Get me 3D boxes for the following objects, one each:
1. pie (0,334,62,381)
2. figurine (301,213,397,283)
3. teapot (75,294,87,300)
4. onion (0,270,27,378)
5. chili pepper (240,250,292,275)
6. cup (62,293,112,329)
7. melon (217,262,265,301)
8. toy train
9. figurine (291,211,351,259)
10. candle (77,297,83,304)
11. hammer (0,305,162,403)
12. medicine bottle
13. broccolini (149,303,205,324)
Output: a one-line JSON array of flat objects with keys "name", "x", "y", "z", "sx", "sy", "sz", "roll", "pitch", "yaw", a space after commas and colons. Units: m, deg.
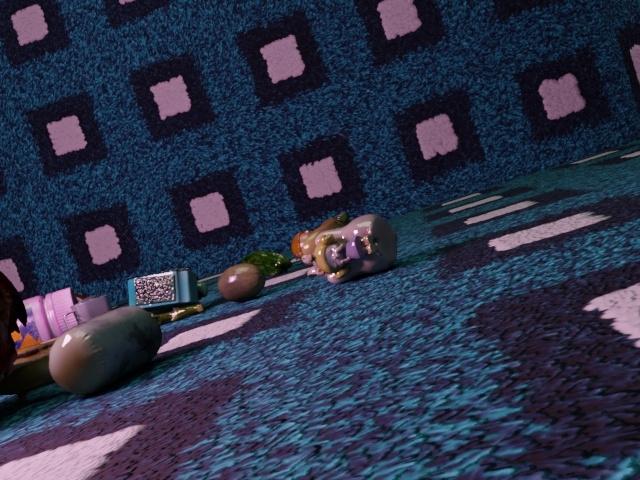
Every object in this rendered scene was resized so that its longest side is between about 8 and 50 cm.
[{"name": "pie", "x": -0.636, "y": 0.269, "z": 1.446, "sx": 0.339, "sy": 0.077, "sz": 0.339, "roll": -19, "pitch": -1, "yaw": 0}, {"name": "figurine", "x": 0.037, "y": 0.035, "z": 1.372, "sx": 0.235, "sy": 0.127, "sz": 0.155, "roll": -22, "pitch": 10, "yaw": 29}, {"name": "teapot", "x": -0.836, "y": 0.280, "z": 2.198, "sx": 0.178, "sy": 0.135, "sz": 0.252, "roll": -46, "pitch": -23, "yaw": 10}, {"name": "onion", "x": -0.666, "y": 0.157, "z": 1.052, "sx": 0.341, "sy": 0.341, "sz": 0.341, "roll": -18, "pitch": 3, "yaw": 1}, {"name": "chili pepper", "x": -0.196, "y": 0.081, "z": 2.192, "sx": 0.074, "sy": 0.100, "sz": 0.257, "roll": -40, "pitch": 22, "yaw": -32}, {"name": "cup", "x": -0.630, "y": 0.221, "z": 1.757, "sx": 0.128, "sy": 0.129, "sz": 0.095, "roll": -20, "pitch": 3, "yaw": -38}, {"name": "melon", "x": -0.198, "y": 0.106, "z": 1.621, "sx": 0.130, "sy": 0.098, "sz": 0.098, "roll": -14, "pitch": 4, "yaw": 22}, {"name": "toy train", "x": -0.419, "y": 0.143, "z": 1.752, "sx": 0.203, "sy": 0.112, "sz": 0.163, "roll": -12, "pitch": -12, "yaw": 10}, {"name": "figurine", "x": 0.000, "y": 0.000, "z": 2.261, "sx": 0.222, "sy": 0.124, "sz": 0.324, "roll": -17, "pitch": 7, "yaw": 24}, {"name": "candle", "x": -0.789, "y": 0.244, "z": 2.009, "sx": 0.068, "sy": 0.169, "sz": 0.192, "roll": -23, "pitch": -3, "yaw": 37}, {"name": "hammer", "x": -0.428, "y": 0.209, "z": 1.074, "sx": 0.305, "sy": 0.113, "sz": 0.202, "roll": -22, "pitch": -2, "yaw": 20}, {"name": "medicine bottle", "x": -0.828, "y": 0.257, "z": 1.823, "sx": 0.290, "sy": 0.178, "sz": 0.178, "roll": -18, "pitch": 3, "yaw": -15}, {"name": "broccolini", "x": -0.411, "y": 0.192, "z": 1.686, "sx": 0.216, "sy": 0.058, "sz": 0.067, "roll": -17, "pitch": 2, "yaw": 8}]
